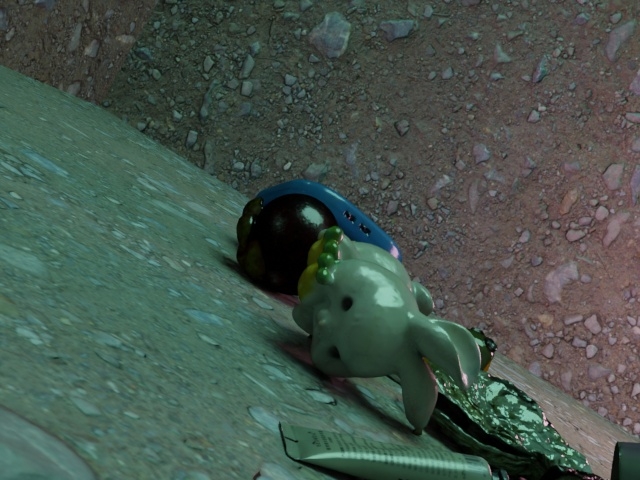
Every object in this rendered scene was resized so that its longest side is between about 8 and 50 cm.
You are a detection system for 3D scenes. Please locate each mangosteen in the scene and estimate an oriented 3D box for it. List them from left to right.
[{"bbox_3d":[-0.058,0.007,1.449,0.209,0.210,0.210,31,4,-3],"label":"mangosteen"}]

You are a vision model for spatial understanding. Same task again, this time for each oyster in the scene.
[{"bbox_3d":[0.260,0.267,1.124,0.267,0.112,0.198,34,5,8],"label":"oyster"}]

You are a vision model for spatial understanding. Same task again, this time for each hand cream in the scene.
[{"bbox_3d":[0.073,0.218,0.754,0.233,0.050,0.080,16,6,-12],"label":"hand cream"}]

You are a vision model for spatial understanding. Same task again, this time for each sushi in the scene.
[{"bbox_3d":[0.327,0.326,0.960,0.084,0.098,0.094,26,8,-38],"label":"sushi"}]

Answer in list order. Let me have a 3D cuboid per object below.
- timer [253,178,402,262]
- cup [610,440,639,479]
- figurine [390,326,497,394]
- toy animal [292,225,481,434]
[{"bbox_3d":[0.000,0.000,1.703,0.309,0.115,0.340,39,-21,-20],"label":"timer"},{"bbox_3d":[0.561,0.373,1.083,0.288,0.203,0.203,6,-4,18],"label":"cup"},{"bbox_3d":[0.206,0.197,1.346,0.249,0.141,0.166,30,6,-14],"label":"figurine"},{"bbox_3d":[0.070,0.112,1.095,0.247,0.183,0.310,30,5,-13],"label":"toy animal"}]
